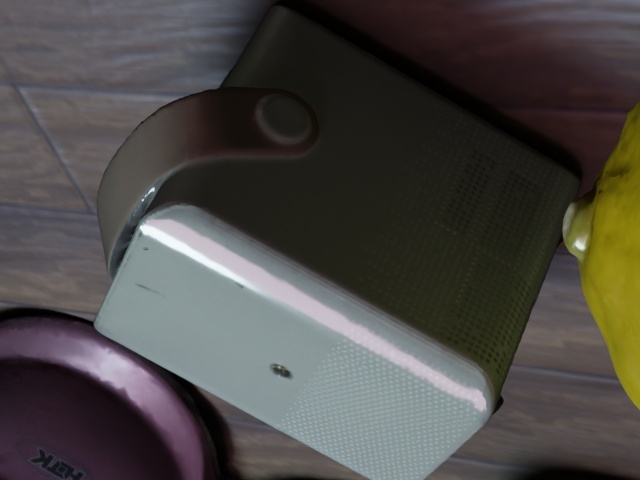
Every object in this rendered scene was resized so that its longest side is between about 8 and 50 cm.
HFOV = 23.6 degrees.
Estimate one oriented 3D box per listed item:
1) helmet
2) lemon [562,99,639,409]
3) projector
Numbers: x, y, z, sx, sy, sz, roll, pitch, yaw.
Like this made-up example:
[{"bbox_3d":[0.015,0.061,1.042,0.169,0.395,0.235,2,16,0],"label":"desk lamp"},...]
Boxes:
[{"bbox_3d":[-0.240,0.227,1.293,0.271,0.197,0.338,32,146,-3],"label":"helmet"},{"bbox_3d":[0.249,0.010,0.657,0.288,0.233,0.233,13,143,9],"label":"lemon"},{"bbox_3d":[0.000,0.000,0.852,0.242,0.177,0.163,28,143,-3],"label":"projector"}]
